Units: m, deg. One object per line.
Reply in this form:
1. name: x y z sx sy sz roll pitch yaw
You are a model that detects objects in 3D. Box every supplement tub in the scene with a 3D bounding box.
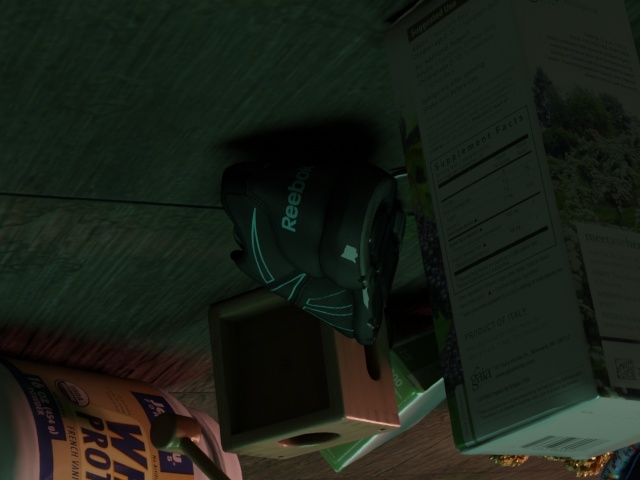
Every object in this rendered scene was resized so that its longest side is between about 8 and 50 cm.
1. supplement tub: -0.243 0.230 1.278 0.228 0.228 0.316 -20 157 32

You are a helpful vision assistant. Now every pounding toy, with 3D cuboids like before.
1. pounding toy: -0.040 0.143 1.178 0.206 0.181 0.094 -20 157 32

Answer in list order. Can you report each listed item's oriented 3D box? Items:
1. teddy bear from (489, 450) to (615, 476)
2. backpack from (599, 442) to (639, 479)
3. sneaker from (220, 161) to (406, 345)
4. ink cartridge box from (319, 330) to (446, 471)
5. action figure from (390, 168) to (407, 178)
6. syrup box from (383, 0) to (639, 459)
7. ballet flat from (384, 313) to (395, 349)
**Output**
1. teddy bear: 0.349 0.205 1.562 0.338 0.113 0.245 -15 171 21
2. backpack: 0.380 0.224 1.346 0.173 0.117 0.158 -19 148 -17
3. sneaker: 0.000 0.000 0.965 0.106 0.101 0.267 13 164 9
4. ink cartridge box: 0.112 0.103 1.243 0.235 0.056 0.171 -45 166 25
5. action figure: 0.171 -0.004 0.875 0.141 0.276 0.164 -41 135 -11
6. syrup box: 0.112 -0.017 0.700 0.093 0.236 0.096 9 152 -38
7. ballet flat: 0.017 0.108 1.295 0.052 0.057 0.168 13 154 -15
